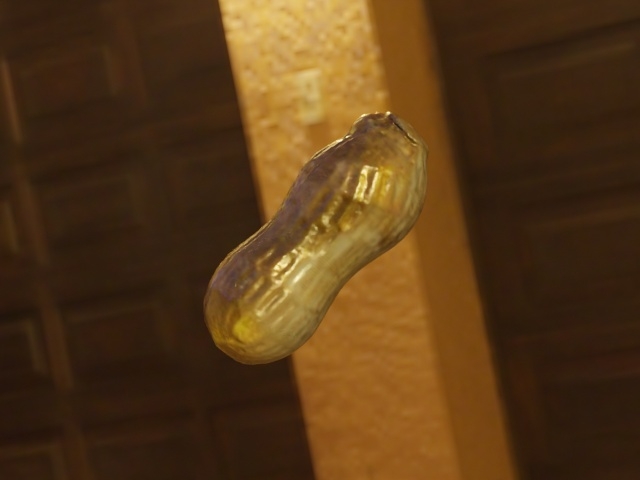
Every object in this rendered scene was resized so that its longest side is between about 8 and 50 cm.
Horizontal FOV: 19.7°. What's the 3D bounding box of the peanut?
[{"bbox_3d":[0.000,0.000,1.288,0.206,0.087,0.087,-49,1,-2],"label":"peanut"}]
